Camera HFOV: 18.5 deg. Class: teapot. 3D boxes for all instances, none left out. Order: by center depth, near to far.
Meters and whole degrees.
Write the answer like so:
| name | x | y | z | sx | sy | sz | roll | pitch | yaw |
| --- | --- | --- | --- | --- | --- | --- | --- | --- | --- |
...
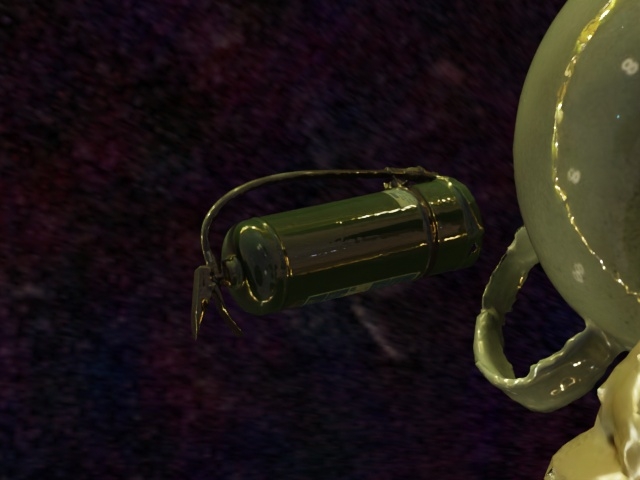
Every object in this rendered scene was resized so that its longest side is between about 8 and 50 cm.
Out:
| name | x | y | z | sx | sy | sz | roll | pitch | yaw |
| --- | --- | --- | --- | --- | --- | --- | --- | --- | --- |
| teapot | 0.169 | -0.042 | 0.765 | 0.294 | 0.193 | 0.129 | -43 | 28 | 19 |

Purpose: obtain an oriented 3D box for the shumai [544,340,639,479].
| name | x | y | z | sx | sy | sz | roll | pitch | yaw |
| --- | --- | --- | --- | --- | --- | --- | --- | --- | --- |
| shumai | 0.131 | 0.157 | 0.574 | 0.314 | 0.267 | 0.262 | -23 | 59 | -26 |

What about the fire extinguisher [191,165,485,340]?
| name | x | y | z | sx | sy | sz | roll | pitch | yaw |
| --- | --- | --- | --- | --- | --- | --- | --- | --- | --- |
| fire extinguisher | 0.000 | 0.000 | 0.497 | 0.083 | 0.025 | 0.038 | -14 | 81 | -29 |
